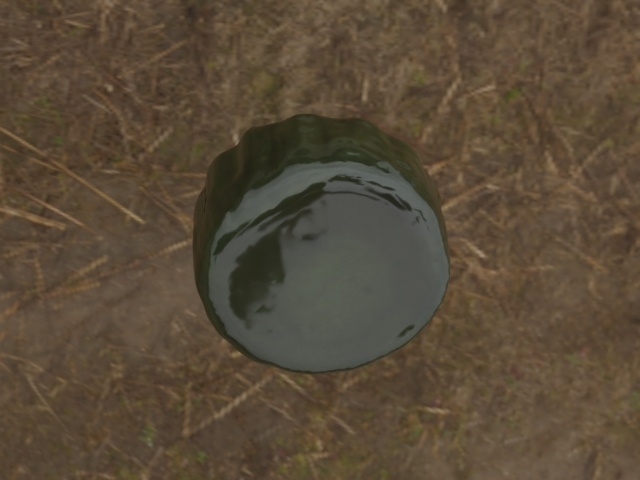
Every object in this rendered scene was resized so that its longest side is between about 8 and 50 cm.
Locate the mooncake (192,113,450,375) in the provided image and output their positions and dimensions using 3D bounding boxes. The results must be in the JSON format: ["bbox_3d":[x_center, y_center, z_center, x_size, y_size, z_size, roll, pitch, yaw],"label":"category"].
[{"bbox_3d":[0.000,0.000,1.695,0.357,0.194,0.356,-4,123,-6],"label":"mooncake"}]
